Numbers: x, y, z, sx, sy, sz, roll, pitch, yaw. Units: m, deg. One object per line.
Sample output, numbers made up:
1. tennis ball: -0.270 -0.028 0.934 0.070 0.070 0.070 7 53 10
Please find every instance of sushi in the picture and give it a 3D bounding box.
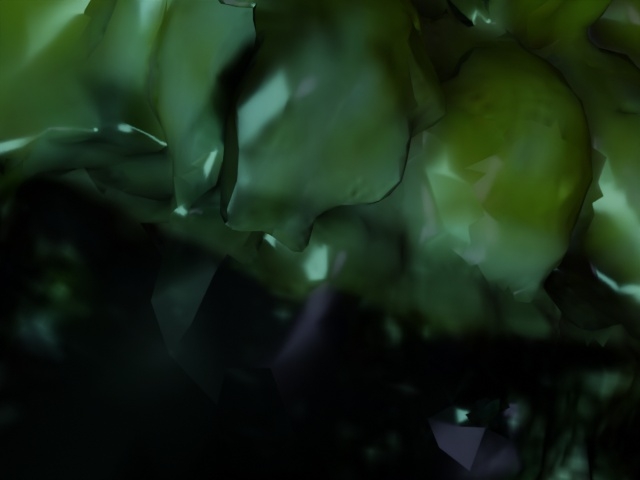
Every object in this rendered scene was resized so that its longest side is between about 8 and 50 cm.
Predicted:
1. sushi: 0.000 0.000 0.518 0.328 0.328 0.285 22 92 -27
